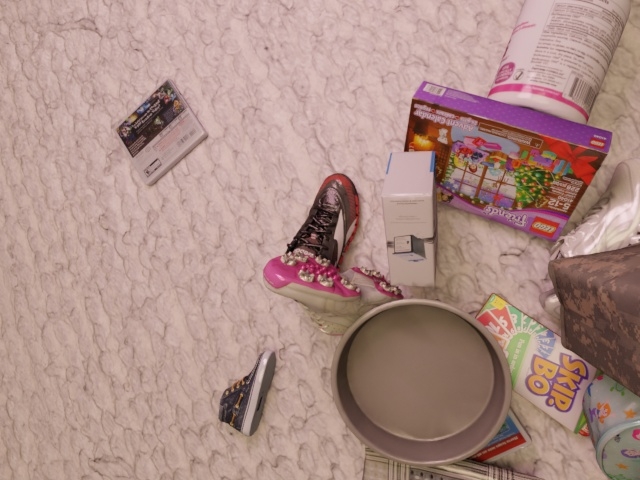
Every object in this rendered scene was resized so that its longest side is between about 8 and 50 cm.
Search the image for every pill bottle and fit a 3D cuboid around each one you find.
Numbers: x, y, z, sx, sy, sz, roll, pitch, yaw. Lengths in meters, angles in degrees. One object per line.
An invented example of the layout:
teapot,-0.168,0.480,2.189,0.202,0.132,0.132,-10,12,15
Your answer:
pill bottle,0.395,-0.324,0.777,0.160,0.160,0.283,22,92,18

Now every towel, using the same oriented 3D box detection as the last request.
towel,0.208,0.532,0.831,0.312,0.056,0.324,7,97,18

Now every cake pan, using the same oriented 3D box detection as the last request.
cake pan,0.165,0.234,0.805,0.293,0.054,0.293,2,99,11

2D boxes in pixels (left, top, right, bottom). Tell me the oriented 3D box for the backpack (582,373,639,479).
backpack,0.519,0.275,0.670,0.254,0.225,0.191,-6,42,22

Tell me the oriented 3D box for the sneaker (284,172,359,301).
sneaker,0.000,0.000,0.904,0.098,0.135,0.276,17,91,20

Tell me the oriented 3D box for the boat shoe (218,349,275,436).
boat shoe,-0.154,0.303,0.973,0.083,0.065,0.183,17,93,17

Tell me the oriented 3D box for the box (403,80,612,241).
box,0.284,-0.128,0.790,0.293,0.201,0.057,22,55,18

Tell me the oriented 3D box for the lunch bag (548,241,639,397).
lunch bag,0.486,0.081,0.597,0.287,0.235,0.168,-14,97,2

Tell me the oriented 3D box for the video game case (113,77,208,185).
video game case,-0.373,-0.250,1.099,0.190,0.022,0.173,-37,77,14

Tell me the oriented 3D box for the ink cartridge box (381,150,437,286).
ink cartridge box,0.156,-0.036,0.807,0.082,0.139,0.190,-1,129,17

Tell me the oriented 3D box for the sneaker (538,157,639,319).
sneaker,0.448,0.002,0.767,0.118,0.110,0.292,18,92,13

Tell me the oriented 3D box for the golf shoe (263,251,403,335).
golf shoe,0.017,0.109,0.817,0.140,0.306,0.115,-59,44,15

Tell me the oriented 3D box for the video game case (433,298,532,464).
video game case,0.206,0.277,0.859,0.204,0.025,0.285,-35,81,20

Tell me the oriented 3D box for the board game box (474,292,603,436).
board game box,0.379,0.215,0.823,0.259,0.039,0.124,34,99,14
